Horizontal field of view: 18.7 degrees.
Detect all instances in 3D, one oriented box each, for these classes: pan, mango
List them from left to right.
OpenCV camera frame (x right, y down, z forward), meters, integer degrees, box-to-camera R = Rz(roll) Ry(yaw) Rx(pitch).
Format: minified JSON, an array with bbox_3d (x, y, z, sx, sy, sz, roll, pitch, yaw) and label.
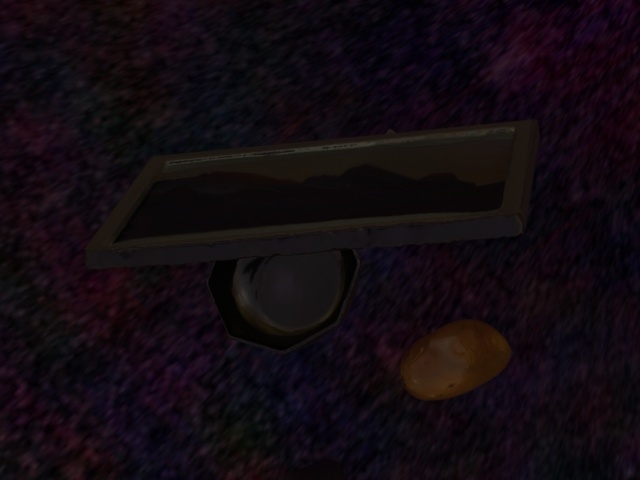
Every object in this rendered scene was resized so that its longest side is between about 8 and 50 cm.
[{"bbox_3d":[0.007,0.014,1.604,0.202,0.048,0.128,-29,68,13],"label":"pan"},{"bbox_3d":[0.119,0.106,1.710,0.080,0.114,0.060,-41,72,54],"label":"mango"}]

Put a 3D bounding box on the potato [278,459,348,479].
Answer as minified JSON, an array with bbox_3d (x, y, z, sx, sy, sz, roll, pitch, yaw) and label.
[{"bbox_3d":[0.003,0.194,1.143,0.066,0.096,0.103,-21,104,34],"label":"potato"}]

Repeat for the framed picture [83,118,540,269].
[{"bbox_3d":[0.001,-0.029,1.213,0.265,0.192,0.018,-5,110,10],"label":"framed picture"}]
